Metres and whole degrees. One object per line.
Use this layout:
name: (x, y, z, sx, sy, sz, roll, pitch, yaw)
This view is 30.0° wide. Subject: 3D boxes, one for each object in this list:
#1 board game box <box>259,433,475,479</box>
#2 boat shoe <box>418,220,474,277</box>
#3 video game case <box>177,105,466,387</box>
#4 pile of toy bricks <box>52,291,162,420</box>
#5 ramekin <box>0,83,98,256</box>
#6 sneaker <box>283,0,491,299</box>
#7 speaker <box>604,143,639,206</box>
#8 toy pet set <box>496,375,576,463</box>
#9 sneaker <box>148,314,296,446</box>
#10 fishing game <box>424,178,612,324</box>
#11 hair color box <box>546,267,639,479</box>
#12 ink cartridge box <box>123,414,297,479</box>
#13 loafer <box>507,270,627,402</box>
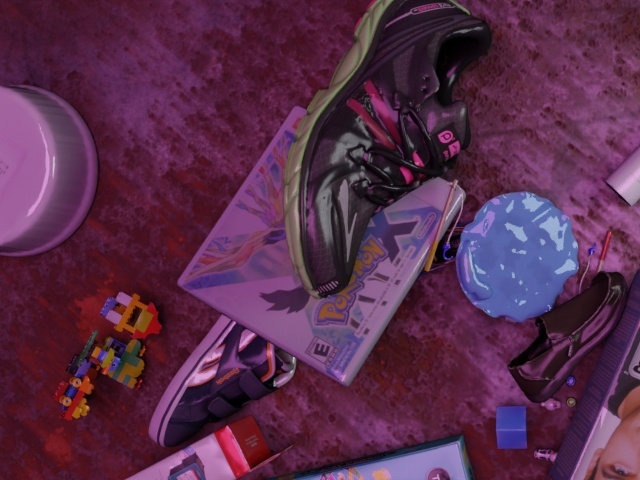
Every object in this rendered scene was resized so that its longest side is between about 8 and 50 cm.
board game box: (0.077, 0.448, 1.752, 0.336, 0.079, 0.254, -15, 86, 11)
boat shoe: (0.156, 0.013, 1.745, 0.183, 0.066, 0.066, -23, 84, 10)
video game case: (0.000, 0.000, 1.725, 0.300, 0.036, 0.329, 29, 79, 20)
pile of toy bricks: (-0.317, 0.190, 1.837, 0.105, 0.118, 0.212, 31, 79, -17)
ramekin: (-0.497, -0.112, 1.848, 0.277, 0.135, 0.277, 0, 89, 11)
sneaker: (0.094, -0.141, 1.640, 0.202, 0.185, 0.483, 19, 76, 22)
speaker: (0.467, -0.113, 1.687, 0.055, 0.055, 0.136, 44, 98, 9)
toy pet set: (0.311, 0.258, 1.712, 0.114, 0.065, 0.122, -2, 89, 12)
sneaker: (-0.124, 0.196, 1.772, 0.127, 0.126, 0.321, 37, 95, 15)
fishing game: (0.280, 0.025, 1.705, 0.264, 0.041, 0.189, 13, 92, -12)
hair color box: (0.459, 0.248, 1.639, 0.185, 0.113, 0.375, 22, 95, -2)
ink cartridge box: (-0.161, 0.330, 1.774, 0.231, 0.134, 0.078, -29, 83, 9)
loafer: (0.344, 0.125, 1.669, 0.078, 0.080, 0.220, 37, 91, -14)
